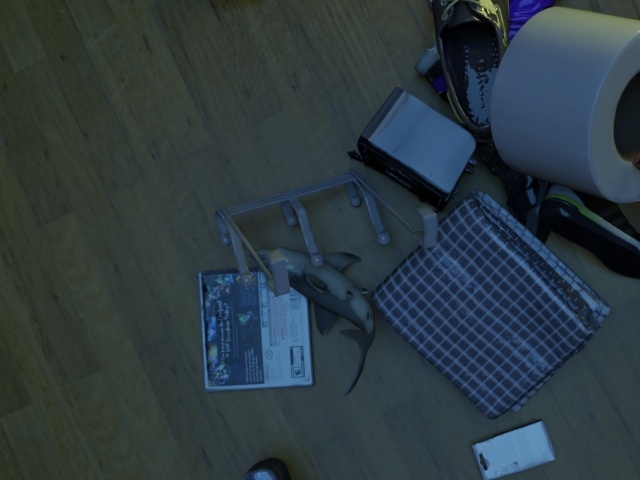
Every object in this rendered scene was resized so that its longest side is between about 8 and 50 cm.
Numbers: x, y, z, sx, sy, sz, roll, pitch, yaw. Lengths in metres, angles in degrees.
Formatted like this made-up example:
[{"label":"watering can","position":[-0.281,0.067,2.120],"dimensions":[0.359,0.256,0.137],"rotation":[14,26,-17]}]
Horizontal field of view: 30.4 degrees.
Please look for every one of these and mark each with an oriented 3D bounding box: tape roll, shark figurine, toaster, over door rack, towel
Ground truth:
[{"label":"tape roll","position":[0.373,-0.189,1.620],"dimensions":[0.169,0.246,0.246],"rotation":[24,88,43]},{"label":"shark figurine","position":[0.022,0.112,1.772],"dimensions":[0.278,0.166,0.116],"rotation":[46,128,39]},{"label":"toaster","position":[0.140,-0.136,1.770],"dimensions":[0.185,0.168,0.110],"rotation":[34,87,6]},{"label":"over door rack","position":[0.000,0.000,1.684],"dimensions":[0.239,0.324,0.108],"rotation":[-17,109,-14]},{"label":"towel","position":[0.248,0.100,1.735],"dimensions":[0.283,0.121,0.235],"rotation":[44,111,6]}]

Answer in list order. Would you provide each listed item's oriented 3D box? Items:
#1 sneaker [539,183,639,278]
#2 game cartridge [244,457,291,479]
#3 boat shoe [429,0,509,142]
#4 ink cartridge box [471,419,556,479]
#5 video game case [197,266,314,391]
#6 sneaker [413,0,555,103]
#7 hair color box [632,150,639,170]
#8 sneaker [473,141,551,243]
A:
[{"label":"sneaker","position":[0.431,-0.029,1.751],"dimensions":[0.234,0.084,0.097],"rotation":[31,65,-18]},{"label":"game cartridge","position":[-0.037,0.467,1.725],"dimensions":[0.062,0.198,0.297],"rotation":[-19,85,5]},{"label":"boat shoe","position":[0.218,-0.306,1.715],"dimensions":[0.116,0.096,0.325],"rotation":[-9,87,13]},{"label":"ink cartridge box","position":[0.292,0.319,1.788],"dimensions":[0.115,0.029,0.063],"rotation":[-19,85,5]},{"label":"video game case","position":[-0.101,0.137,1.846],"dimensions":[0.173,0.022,0.191],"rotation":[-4,86,5]},{"label":"sneaker","position":[0.299,-0.307,1.802],"dimensions":[0.293,0.102,0.146],"rotation":[-40,83,9]},{"label":"hair color box","position":[0.493,-0.093,1.588],"dimensions":[0.141,0.043,0.072],"rotation":[35,87,-28]},{"label":"sneaker","position":[0.296,-0.096,1.796],"dimensions":[0.130,0.087,0.228],"rotation":[7,106,31]}]
